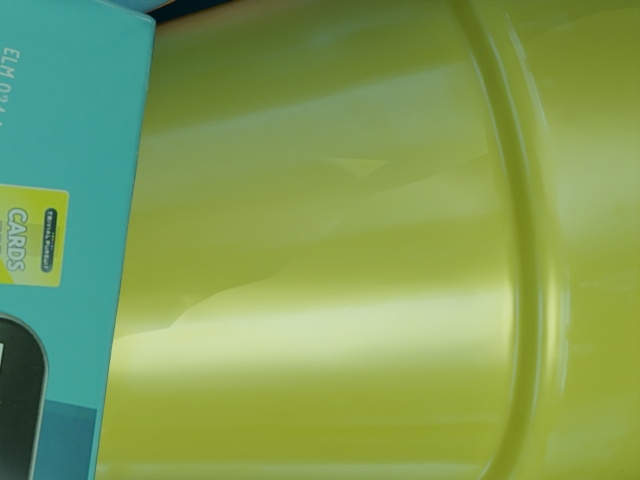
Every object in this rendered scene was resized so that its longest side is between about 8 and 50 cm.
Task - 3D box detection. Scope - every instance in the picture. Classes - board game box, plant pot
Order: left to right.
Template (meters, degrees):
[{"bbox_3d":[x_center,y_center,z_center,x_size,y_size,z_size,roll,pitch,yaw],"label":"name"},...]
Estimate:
[{"bbox_3d":[-0.157,0.113,0.437,0.079,0.254,0.336,17,69,-30],"label":"board game box"},{"bbox_3d":[0.000,0.000,0.588,0.239,0.254,0.254,-9,81,-18],"label":"plant pot"}]

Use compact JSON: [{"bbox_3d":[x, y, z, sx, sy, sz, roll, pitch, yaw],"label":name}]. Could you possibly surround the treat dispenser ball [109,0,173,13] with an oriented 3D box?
[{"bbox_3d":[-0.115,-0.216,0.509,0.288,0.288,0.288,9,72,-30],"label":"treat dispenser ball"}]
